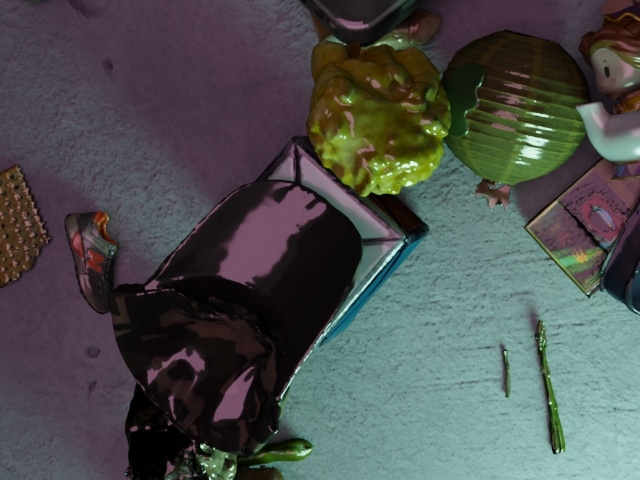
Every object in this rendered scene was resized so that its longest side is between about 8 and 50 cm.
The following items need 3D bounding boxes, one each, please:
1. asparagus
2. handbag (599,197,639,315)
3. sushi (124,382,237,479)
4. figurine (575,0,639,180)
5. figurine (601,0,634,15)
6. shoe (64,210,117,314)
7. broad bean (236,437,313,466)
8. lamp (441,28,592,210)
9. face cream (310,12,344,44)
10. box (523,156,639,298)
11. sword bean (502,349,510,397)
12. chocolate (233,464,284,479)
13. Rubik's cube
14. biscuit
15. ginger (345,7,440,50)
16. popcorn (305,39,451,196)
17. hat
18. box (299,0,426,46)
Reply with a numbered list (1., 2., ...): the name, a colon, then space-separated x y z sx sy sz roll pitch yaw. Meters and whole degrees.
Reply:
1. asparagus: 0.387 0.247 1.856 0.023 0.022 0.233 -4 96 57
2. handbag: 0.644 0.021 1.696 0.329 0.122 0.303 25 99 -9
3. sushi: -0.217 0.290 1.862 0.171 0.211 0.350 -13 51 20
4. figurine: 0.467 -0.225 1.626 0.189 0.142 0.263 -8 93 -13
5. figurine: 0.553 -0.279 1.731 0.200 0.133 0.276 -40 81 -1
6. shoe: -0.405 0.036 2.000 0.077 0.074 0.194 -16 88 8
7. broad bean: -0.131 0.396 1.967 0.256 0.052 0.052 -19 100 15
8. lamp: 0.303 -0.188 1.740 0.250 0.250 0.284 12 102 12
9. face cream: 0.028 -0.470 1.837 0.139 0.067 0.285 -18 72 6
10. box: 0.474 -0.044 1.793 0.240 0.071 0.159 -44 87 11
11. sword bean: 0.319 0.228 1.875 0.012 0.012 0.083 -4 91 13
12. chocolate: -0.159 0.481 1.935 0.214 0.093 0.148 -8 115 12
13. Rubik's cube: 0.000 0.000 1.813 0.255 0.259 0.260 44 105 8
14. biscuit: -0.585 -0.029 2.062 0.144 0.016 0.203 -25 87 13
15. ginger: 0.111 -0.349 1.858 0.190 0.069 0.095 -25 91 14
16. popcorn: 0.076 -0.189 1.665 0.233 0.192 0.266 -23 73 -23
17. hat: -0.102 0.116 1.666 0.382 0.257 0.366 -41 65 -16
18. box: 0.070 -0.557 1.765 0.396 0.111 0.396 -41 76 -8
